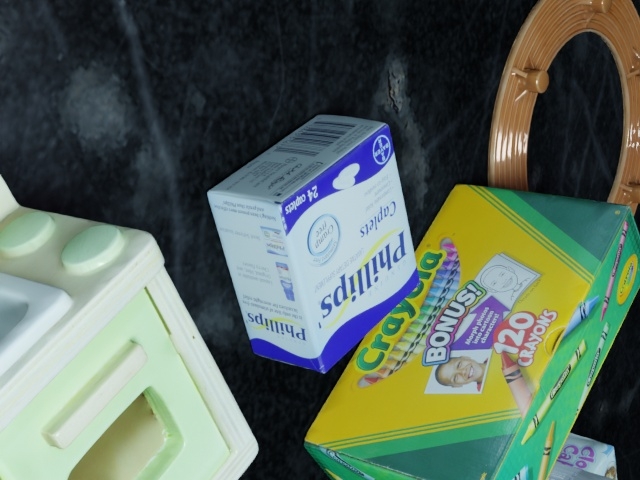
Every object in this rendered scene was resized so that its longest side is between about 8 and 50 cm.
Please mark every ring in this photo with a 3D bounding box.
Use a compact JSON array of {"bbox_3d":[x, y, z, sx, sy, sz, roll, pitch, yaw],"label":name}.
[{"bbox_3d":[0.269,-0.100,1.161,0.336,0.032,0.337,-16,111,-48],"label":"ring"}]

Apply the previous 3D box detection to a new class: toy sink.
[{"bbox_3d":[-0.153,0.074,0.599,0.153,0.131,0.234,-48,131,-33],"label":"toy sink"}]

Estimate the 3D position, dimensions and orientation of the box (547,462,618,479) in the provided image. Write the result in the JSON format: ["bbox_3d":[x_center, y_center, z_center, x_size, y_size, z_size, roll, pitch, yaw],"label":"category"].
[{"bbox_3d":[0.182,0.292,1.024,0.056,0.183,0.231,-38,127,-39],"label":"box"}]

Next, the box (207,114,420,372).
[{"bbox_3d":[0.000,0.000,0.819,0.126,0.072,0.137,-39,127,-38],"label":"box"}]

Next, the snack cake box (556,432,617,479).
[{"bbox_3d":[0.241,0.345,1.184,0.152,0.089,0.264,-36,125,-40],"label":"snack cake box"}]

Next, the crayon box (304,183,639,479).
[{"bbox_3d":[0.130,0.088,0.926,0.278,0.165,0.081,-57,137,-26],"label":"crayon box"}]
